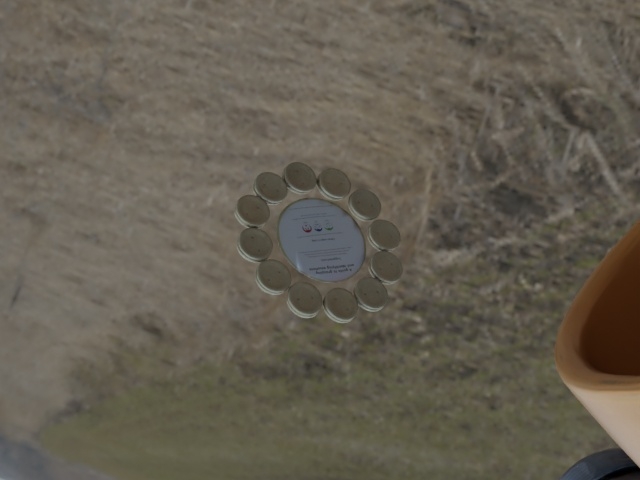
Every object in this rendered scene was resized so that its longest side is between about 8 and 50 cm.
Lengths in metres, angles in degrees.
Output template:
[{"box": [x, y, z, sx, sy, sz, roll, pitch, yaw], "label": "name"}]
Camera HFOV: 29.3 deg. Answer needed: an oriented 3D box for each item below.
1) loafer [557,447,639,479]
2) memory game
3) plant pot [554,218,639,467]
[{"box": [0.317, 0.228, 1.003, 0.302, 0.109, 0.095, 5, -145, -34], "label": "loafer"}, {"box": [0.000, 0.000, 1.239, 0.186, 0.186, 0.012, 23, 143, -12], "label": "memory game"}, {"box": [0.253, 0.032, 0.390, 0.203, 0.291, 0.291, 51, 160, -3], "label": "plant pot"}]
